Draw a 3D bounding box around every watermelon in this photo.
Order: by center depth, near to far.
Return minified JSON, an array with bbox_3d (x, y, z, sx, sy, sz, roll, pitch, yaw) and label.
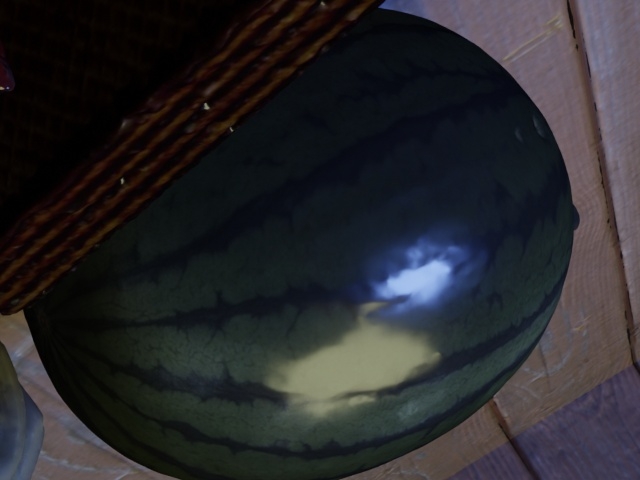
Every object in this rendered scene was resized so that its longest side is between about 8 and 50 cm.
[{"bbox_3d":[0.000,0.000,0.997,0.359,0.279,0.279,-23,159,-27],"label":"watermelon"}]

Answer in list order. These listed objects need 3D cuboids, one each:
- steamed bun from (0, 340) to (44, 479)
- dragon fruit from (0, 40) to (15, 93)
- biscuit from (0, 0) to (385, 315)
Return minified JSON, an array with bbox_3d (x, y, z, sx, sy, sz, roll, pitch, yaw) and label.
[{"bbox_3d":[-0.327,0.212,1.110,0.324,0.219,0.309,-42,158,26],"label":"steamed bun"},{"bbox_3d":[-0.159,-0.145,0.447,0.302,0.240,0.330,19,85,-79],"label":"dragon fruit"},{"bbox_3d":[-0.065,-0.095,0.664,0.073,0.107,0.388,-4,155,-48],"label":"biscuit"}]
